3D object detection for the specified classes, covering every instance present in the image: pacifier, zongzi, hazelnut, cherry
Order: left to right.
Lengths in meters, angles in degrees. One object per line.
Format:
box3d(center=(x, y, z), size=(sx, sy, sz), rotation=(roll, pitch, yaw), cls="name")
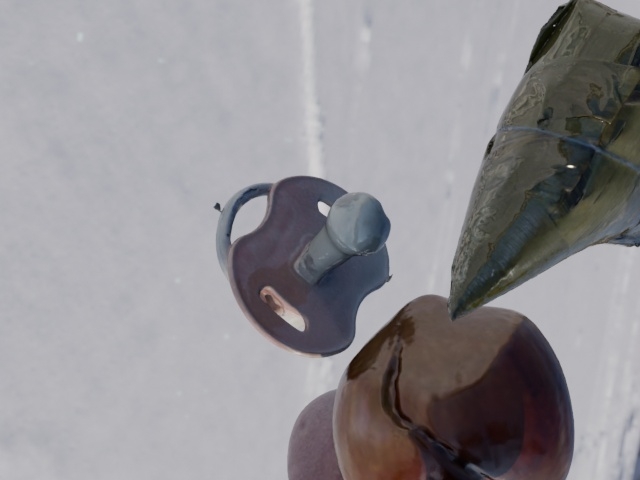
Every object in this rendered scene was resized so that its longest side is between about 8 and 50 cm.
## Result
box3d(center=(-0.003, 0.024, 2.069), size=(0.332, 0.273, 0.220), rotation=(-57, 137, -42), cls="pacifier")
box3d(center=(0.057, 0.361, 2.243), size=(0.206, 0.239, 0.239), rotation=(-45, -179, 23), cls="cherry")
box3d(center=(0.190, 0.262, 1.976), size=(0.315, 0.372, 0.372), rotation=(-84, -177, -83), cls="hazelnut")
box3d(center=(0.248, -0.015, 1.412), size=(0.360, 0.160, 0.323), rotation=(-61, 148, -16), cls="zongzi")
